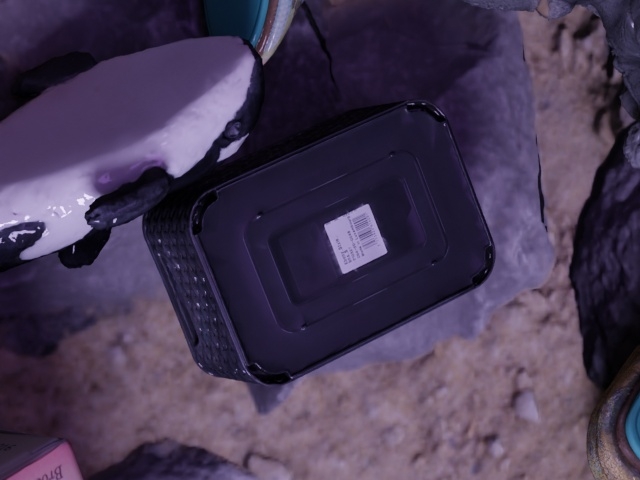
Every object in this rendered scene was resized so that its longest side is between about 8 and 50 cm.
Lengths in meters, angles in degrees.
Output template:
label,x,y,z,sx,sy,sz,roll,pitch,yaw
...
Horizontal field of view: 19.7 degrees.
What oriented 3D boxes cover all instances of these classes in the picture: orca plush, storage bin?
label,x,y,z,sx,sy,sz,roll,pitch,yaw
orca plush,-0.148,-0.006,1.036,0.287,0.151,0.102,-42,137,-22
storage bin,0.000,0.000,1.113,0.180,0.084,0.122,-25,100,-22

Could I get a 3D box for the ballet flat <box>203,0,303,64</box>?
label,x,y,z,sx,sy,sz,roll,pitch,yaw
ballet flat,-0.033,-0.214,1.111,0.079,0.077,0.221,-10,94,-44

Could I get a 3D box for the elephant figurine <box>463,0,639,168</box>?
label,x,y,z,sx,sy,sz,roll,pitch,yaw
elephant figurine,0.193,-0.179,1.176,0.239,0.169,0.186,49,41,-1

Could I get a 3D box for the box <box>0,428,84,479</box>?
label,x,y,z,sx,sy,sz,roll,pitch,yaw
box,-0.181,0.230,0.949,0.149,0.127,0.232,-30,108,-39

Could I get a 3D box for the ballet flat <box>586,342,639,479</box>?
label,x,y,z,sx,sy,sz,roll,pitch,yaw
ballet flat,0.297,0.046,1.236,0.348,0.123,0.123,-45,107,-20
